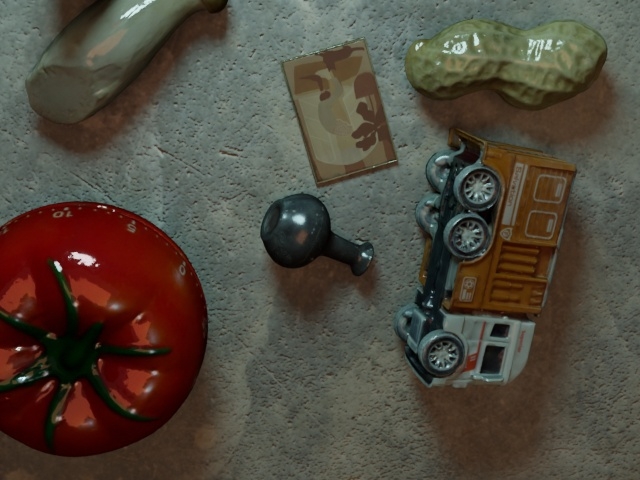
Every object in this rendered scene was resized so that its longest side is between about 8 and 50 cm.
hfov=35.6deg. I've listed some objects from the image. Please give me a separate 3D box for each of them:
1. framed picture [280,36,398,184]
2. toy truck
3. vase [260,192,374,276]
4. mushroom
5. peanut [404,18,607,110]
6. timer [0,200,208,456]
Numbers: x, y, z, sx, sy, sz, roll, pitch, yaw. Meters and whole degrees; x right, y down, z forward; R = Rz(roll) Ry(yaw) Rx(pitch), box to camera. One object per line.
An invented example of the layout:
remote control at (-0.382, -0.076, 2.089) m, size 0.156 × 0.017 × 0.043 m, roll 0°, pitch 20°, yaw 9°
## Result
framed picture at (0.030, -0.200, 1.551) m, size 0.136 × 0.010 × 0.201 m, roll -16°, pitch 105°, yaw 2°
toy truck at (0.256, 0.036, 1.545) m, size 0.207 × 0.173 × 0.388 m, roll 8°, pitch 103°, yaw -14°
vase at (0.000, 0.000, 1.563) m, size 0.183 × 0.120 × 0.120 m, roll 22°, pitch 104°, yaw -25°
mushroom at (-0.289, -0.297, 1.457) m, size 0.350 × 0.128 × 0.128 m, roll -36°, pitch 104°, yaw 3°
peanut at (0.275, -0.262, 1.488) m, size 0.298 × 0.120 × 0.136 m, roll 1°, pitch 101°, yaw 0°
timer at (-0.357, 0.129, 1.493) m, size 0.378 × 0.279 × 0.378 m, roll -1°, pitch 108°, yaw -3°
